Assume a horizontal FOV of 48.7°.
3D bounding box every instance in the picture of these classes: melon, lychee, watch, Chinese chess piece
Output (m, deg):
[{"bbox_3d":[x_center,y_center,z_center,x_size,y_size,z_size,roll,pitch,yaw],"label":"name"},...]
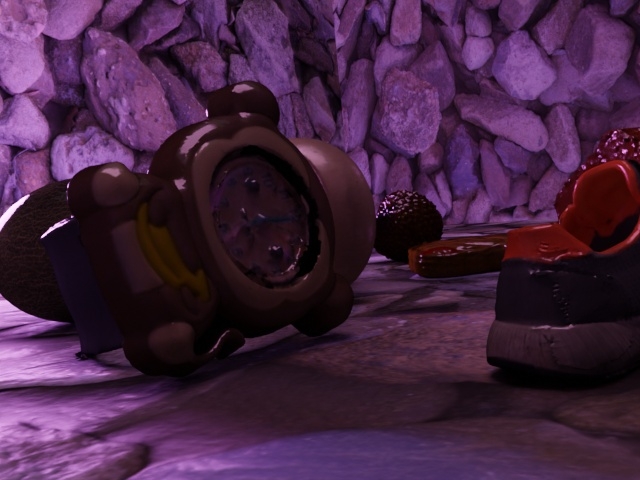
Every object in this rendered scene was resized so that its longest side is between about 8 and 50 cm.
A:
[{"bbox_3d":[-0.390,0.016,1.154,0.302,0.237,0.237,-7,2,11],"label":"melon"},{"bbox_3d":[0.213,-0.031,1.745,0.188,0.188,0.188,-5,3,0],"label":"lychee"},{"bbox_3d":[-0.182,0.016,0.837,0.327,0.314,0.335,-19,4,41],"label":"watch"},{"bbox_3d":[-0.031,-0.032,1.147,0.102,0.273,0.273,-8,4,-44],"label":"Chinese chess piece"}]

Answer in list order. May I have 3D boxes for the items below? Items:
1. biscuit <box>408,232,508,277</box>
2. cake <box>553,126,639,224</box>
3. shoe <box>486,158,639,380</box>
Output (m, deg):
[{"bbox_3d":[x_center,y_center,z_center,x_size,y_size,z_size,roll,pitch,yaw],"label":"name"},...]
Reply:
[{"bbox_3d":[0.338,0.025,1.465,0.359,0.074,0.381,-5,-1,40],"label":"biscuit"},{"bbox_3d":[0.442,-0.034,0.967,0.151,0.176,0.283,-3,-25,-9],"label":"cake"},{"bbox_3d":[0.282,0.012,0.635,0.337,0.170,0.132,-7,3,-29],"label":"shoe"}]
